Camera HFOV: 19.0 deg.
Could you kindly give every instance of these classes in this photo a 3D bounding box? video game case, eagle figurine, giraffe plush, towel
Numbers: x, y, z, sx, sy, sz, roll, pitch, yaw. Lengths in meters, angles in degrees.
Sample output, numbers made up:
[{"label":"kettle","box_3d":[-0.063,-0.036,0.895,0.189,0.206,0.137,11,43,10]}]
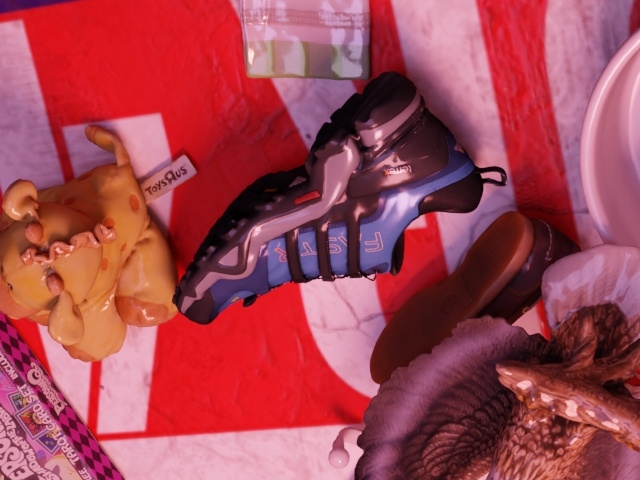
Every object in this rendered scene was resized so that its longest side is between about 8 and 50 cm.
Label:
[{"label":"video game case","box_3d":[-0.323,0.185,1.782,0.210,0.042,0.232,-32,96,29]},{"label":"eagle figurine","box_3d":[0.160,0.160,1.442,0.298,0.225,0.226,112,141,-65]},{"label":"giraffe plush","box_3d":[-0.212,0.016,1.598,0.181,0.170,0.210,43,117,7]},{"label":"towel","box_3d":[-0.016,-0.202,1.532,0.113,0.023,0.152,4,110,21]}]

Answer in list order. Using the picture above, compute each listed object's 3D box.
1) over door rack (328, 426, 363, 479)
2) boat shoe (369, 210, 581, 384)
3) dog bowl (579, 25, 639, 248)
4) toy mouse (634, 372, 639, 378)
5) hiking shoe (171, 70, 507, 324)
[{"label":"over door rack","box_3d":[0.094,0.343,1.644,0.324,0.108,0.239,34,118,7]},{"label":"boat shoe","box_3d":[0.125,0.060,1.548,0.073,0.073,0.207,22,132,-33]},{"label":"dog bowl","box_3d":[0.330,-0.068,1.402,0.265,0.104,0.265,7,112,19]},{"label":"toy mouse","box_3d":[0.334,0.151,1.522,0.143,0.031,0.161,-15,103,25]},{"label":"hiking shoe","box_3d":[0.000,0.000,1.552,0.132,0.113,0.304,44,126,-11]}]
